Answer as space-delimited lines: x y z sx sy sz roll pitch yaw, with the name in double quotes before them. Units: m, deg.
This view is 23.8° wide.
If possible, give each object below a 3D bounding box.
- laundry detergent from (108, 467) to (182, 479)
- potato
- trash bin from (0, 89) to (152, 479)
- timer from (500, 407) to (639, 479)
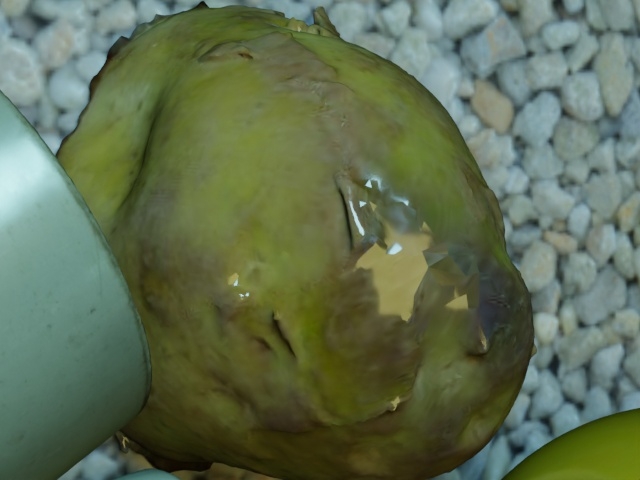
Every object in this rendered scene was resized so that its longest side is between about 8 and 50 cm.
"laundry detergent" -0.165 0.277 0.863 0.280 0.105 0.215 -30 104 -27
"potato" 0.000 0.000 0.882 0.289 0.237 0.301 42 71 -20
"trash bin" -0.319 0.103 0.696 0.432 0.280 0.280 -35 104 -27
"timer" 0.262 0.285 0.966 0.387 0.376 0.376 33 74 -37
